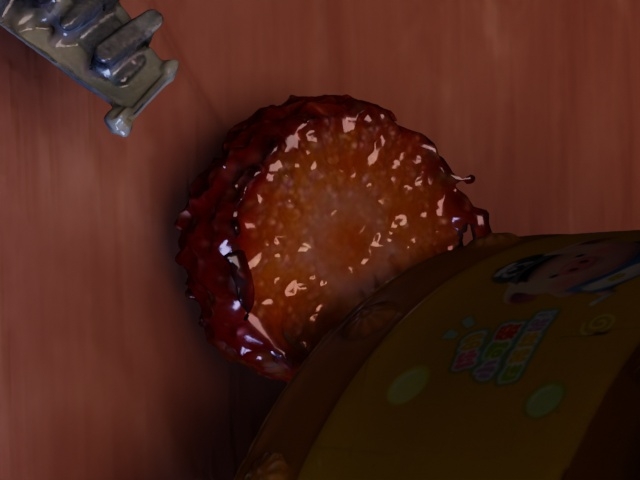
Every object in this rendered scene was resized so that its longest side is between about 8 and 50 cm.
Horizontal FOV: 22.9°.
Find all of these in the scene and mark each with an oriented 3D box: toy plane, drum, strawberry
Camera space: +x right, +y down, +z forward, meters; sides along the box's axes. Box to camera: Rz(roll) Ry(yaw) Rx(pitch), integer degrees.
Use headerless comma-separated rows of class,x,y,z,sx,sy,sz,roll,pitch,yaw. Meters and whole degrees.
toy plane,-0.115,-0.149,0.668,0.192,0.088,0.262,37,66,2
drum,0.163,0.197,0.664,0.431,0.214,0.431,1,89,-40
strawberry,0.000,0.000,0.737,0.145,0.086,0.145,1,88,-31
